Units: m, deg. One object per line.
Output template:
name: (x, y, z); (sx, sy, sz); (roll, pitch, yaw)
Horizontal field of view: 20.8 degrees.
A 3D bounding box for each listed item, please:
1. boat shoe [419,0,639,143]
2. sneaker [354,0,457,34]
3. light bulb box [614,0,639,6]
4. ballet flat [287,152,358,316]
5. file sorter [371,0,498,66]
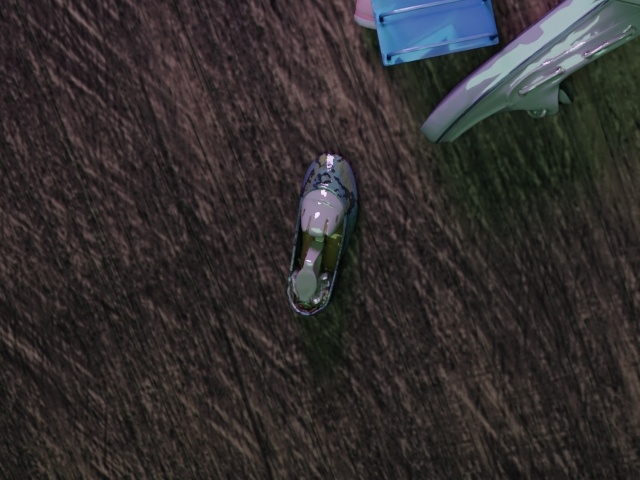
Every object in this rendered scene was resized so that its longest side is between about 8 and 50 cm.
boat shoe: (0.221, -0.168, 1.761); (0.267, 0.096, 0.088); (-38, 93, 17)
sneaker: (0.100, -0.246, 1.781); (0.134, 0.051, 0.070); (12, 120, 15)
light bulb box: (0.339, -0.405, 1.479); (0.225, 0.358, 0.361); (15, 116, 11)
ballet flat: (0.000, 0.000, 1.904); (0.070, 0.070, 0.188); (11, 114, 11)
file sorter: (0.103, -0.266, 1.707); (0.118, 0.104, 0.170); (-11, 94, 3)
